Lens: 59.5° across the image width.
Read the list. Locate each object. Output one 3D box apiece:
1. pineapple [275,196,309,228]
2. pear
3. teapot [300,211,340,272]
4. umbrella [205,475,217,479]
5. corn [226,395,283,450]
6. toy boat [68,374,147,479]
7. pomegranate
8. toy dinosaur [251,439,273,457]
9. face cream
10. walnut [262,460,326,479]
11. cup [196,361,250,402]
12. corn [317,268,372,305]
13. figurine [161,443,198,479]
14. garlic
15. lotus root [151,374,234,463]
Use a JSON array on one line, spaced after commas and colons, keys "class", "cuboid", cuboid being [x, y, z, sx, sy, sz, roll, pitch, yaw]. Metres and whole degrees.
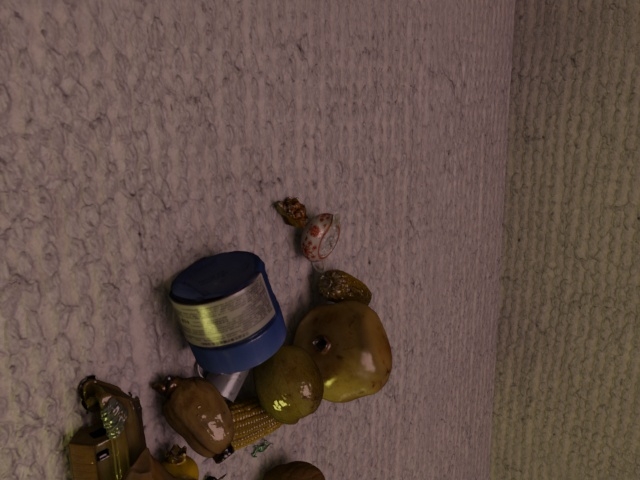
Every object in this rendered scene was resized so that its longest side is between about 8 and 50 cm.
[{"class": "pineapple", "cuboid": [-0.098, -0.088, 1.681, 0.114, 0.077, 0.114, 32, 38, -39]}, {"class": "pear", "cuboid": [-0.089, 0.407, 1.584, 0.228, 0.188, 0.211, 90, -22, -75]}, {"class": "teapot", "cuboid": [0.000, 0.000, 1.771, 0.159, 0.116, 0.245, -55, 154, -43]}, {"class": "umbrella", "cuboid": [-0.329, 0.774, 1.524, 0.052, 0.053, 0.250, 47, 45, -41]}, {"class": "corn", "cuboid": [-0.209, 0.517, 1.608, 0.347, 0.130, 0.130, -1, 98, -52]}, {"class": "toy boat", "cuboid": [-0.474, 0.530, 1.274, 0.162, 0.136, 0.445, -18, 113, -43]}, {"class": "pomegranate", "cuboid": [0.071, 0.348, 1.781, 0.333, 0.333, 0.332, -15, 109, -50]}, {"class": "toy dinosaur", "cuboid": [-0.183, 0.657, 1.758, 0.083, 0.021, 0.062, 44, 70, -42]}, {"class": "face cream", "cuboid": [-0.229, 0.171, 1.407, 0.249, 0.249, 0.225, -39, 127, -40]}, {"class": "walnut", "cuboid": [-0.085, 0.806, 1.766, 0.228, 0.228, 0.227, -15, 109, -50]}, {"class": "cup", "cuboid": [-0.261, 0.356, 1.528, 0.133, 0.099, 0.136, -61, 139, -21]}, {"class": "corn", "cuboid": [0.090, 0.168, 1.912, 0.318, 0.115, 0.115, 28, 76, -61]}, {"class": "figurine", "cuboid": [-0.389, 0.655, 1.427, 0.185, 0.127, 0.234, -22, 125, -39]}, {"class": "garlic", "cuboid": [-0.330, 0.612, 1.289, 0.338, 0.151, 0.196, 50, 52, -49]}, {"class": "lotus root", "cuboid": [-0.308, 0.439, 1.417, 0.256, 0.154, 0.140, 54, 44, 3]}]
